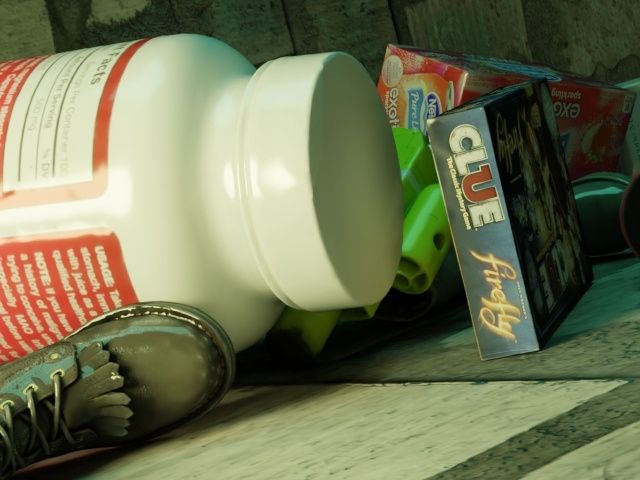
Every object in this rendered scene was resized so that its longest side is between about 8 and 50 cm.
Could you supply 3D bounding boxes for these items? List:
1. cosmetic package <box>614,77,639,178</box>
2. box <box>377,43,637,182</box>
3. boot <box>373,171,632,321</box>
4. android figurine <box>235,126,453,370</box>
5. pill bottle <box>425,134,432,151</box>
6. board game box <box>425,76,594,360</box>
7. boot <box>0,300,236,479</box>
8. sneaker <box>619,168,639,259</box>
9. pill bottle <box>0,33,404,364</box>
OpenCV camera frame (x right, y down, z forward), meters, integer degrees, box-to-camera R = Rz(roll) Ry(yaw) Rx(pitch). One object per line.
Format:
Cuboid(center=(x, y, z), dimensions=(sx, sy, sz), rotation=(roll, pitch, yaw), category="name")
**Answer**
Cuboid(center=(0.371, -0.125, 1.935), dimensions=(0.085, 0.117, 0.231), rotation=(-10, 8, 45), category="cosmetic package")
Cuboid(center=(0.181, -0.113, 1.767), dimensions=(0.256, 0.128, 0.122), rotation=(2, 17, -41), category="box")
Cuboid(center=(0.144, 0.005, 1.432), dimensions=(0.189, 0.076, 0.208), rotation=(-11, 3, 41), category="boot")
Cuboid(center=(0.000, 0.000, 1.386), dimensions=(0.248, 0.056, 0.273), rotation=(-10, 33, 37), category="android figurine")
Cuboid(center=(0.046, -0.022, 1.633), dimensions=(0.130, 0.130, 0.245), rotation=(-19, 8, -43), category="pill bottle")
Cuboid(center=(0.140, -0.023, 1.250), dimensions=(0.042, 0.165, 0.243), rotation=(-12, 7, 19), category="board game box")
Cuboid(center=(-0.192, 0.128, 1.061), dimensions=(0.263, 0.091, 0.229), rotation=(-16, 10, 14), category="boot")
Cuboid(center=(0.376, -0.060, 1.296), dimensions=(0.313, 0.116, 0.136), rotation=(-13, 4, 14), category="sneaker")
Cuboid(center=(-0.160, -0.022, 1.256), dimensions=(0.407, 0.229, 0.229), rotation=(-6, 8, 23), category="pill bottle")
